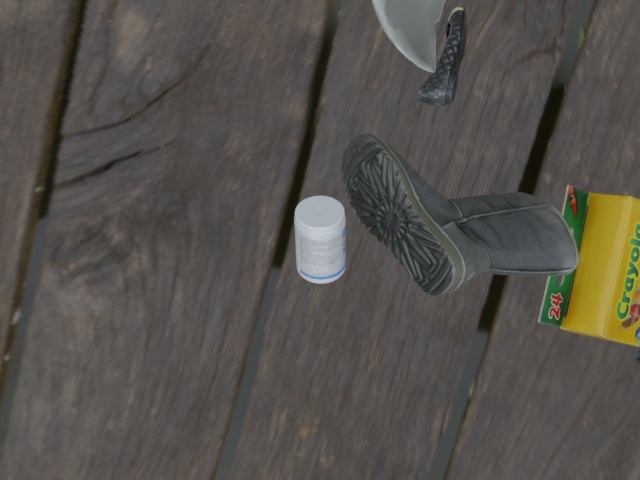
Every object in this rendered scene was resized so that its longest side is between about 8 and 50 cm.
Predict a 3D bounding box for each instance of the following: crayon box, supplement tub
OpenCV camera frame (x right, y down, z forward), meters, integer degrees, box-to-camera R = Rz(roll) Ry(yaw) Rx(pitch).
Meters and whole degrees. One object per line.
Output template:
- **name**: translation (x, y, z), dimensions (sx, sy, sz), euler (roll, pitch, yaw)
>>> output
- **crayon box**: translation (0.453, 0.052, 1.877), dimensions (0.081, 0.319, 0.202), euler (9, 87, 50)
- **supplement tub**: translation (0.000, 0.000, 1.803), dimensions (0.071, 0.071, 0.107), euler (7, 135, 8)

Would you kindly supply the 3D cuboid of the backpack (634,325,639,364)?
- **backpack**: translation (0.445, 0.129, 1.646), dimensions (0.105, 0.114, 0.084), euler (-24, 77, 1)

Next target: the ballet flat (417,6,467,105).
- **ballet flat**: translation (0.168, -0.253, 1.776), dimensions (0.049, 0.173, 0.057), euler (8, 144, 13)

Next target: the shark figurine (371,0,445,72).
- **shark figurine**: translation (0.072, -0.106, 0.422), dimensions (0.278, 0.166, 0.116), euler (12, 88, -15)

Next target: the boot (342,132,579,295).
- **boot**: translation (0.138, -0.031, 1.264), dimensions (0.076, 0.209, 0.189), euler (-46, 68, 43)
